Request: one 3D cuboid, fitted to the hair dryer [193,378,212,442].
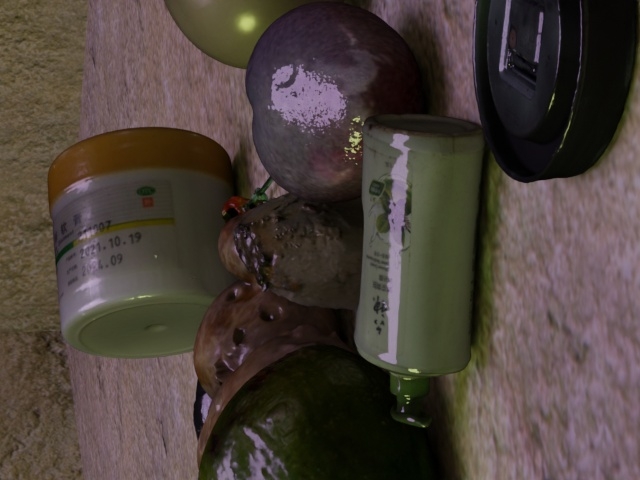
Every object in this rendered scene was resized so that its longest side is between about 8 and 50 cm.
[{"bbox_3d":[-0.098,0.255,1.900,0.271,0.091,0.236,146,113,-86],"label":"hair dryer"}]

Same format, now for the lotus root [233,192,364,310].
[{"bbox_3d":[0.002,-0.002,1.364,0.143,0.144,0.070,61,141,44],"label":"lotus root"}]

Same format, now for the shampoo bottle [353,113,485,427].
[{"bbox_3d":[0.072,0.026,1.182,0.118,0.087,0.234,-148,58,-67],"label":"shampoo bottle"}]

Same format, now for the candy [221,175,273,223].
[{"bbox_3d":[-0.071,-0.053,1.811,0.055,0.049,0.185,54,147,8],"label":"candy"}]

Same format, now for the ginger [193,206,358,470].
[{"bbox_3d":[-0.048,0.120,1.496,0.304,0.155,0.245,-105,24,-42],"label":"ginger"}]

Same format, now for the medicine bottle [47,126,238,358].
[{"bbox_3d":[-0.220,0.007,1.962,0.238,0.237,0.232,120,146,-62],"label":"medicine bottle"}]

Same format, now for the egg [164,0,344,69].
[{"bbox_3d":[-0.064,-0.277,1.479,0.186,0.186,0.242,118,149,-60],"label":"egg"}]

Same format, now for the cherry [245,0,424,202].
[{"bbox_3d":[0.016,-0.119,1.297,0.176,0.140,0.176,9,101,50],"label":"cherry"}]

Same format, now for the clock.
[{"bbox_3d":[0.146,-0.128,0.995,0.184,0.040,0.185,178,90,-75],"label":"clock"}]

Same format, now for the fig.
[{"bbox_3d":[0.026,0.212,1.222,0.235,0.203,0.203,37,129,45],"label":"fig"}]
